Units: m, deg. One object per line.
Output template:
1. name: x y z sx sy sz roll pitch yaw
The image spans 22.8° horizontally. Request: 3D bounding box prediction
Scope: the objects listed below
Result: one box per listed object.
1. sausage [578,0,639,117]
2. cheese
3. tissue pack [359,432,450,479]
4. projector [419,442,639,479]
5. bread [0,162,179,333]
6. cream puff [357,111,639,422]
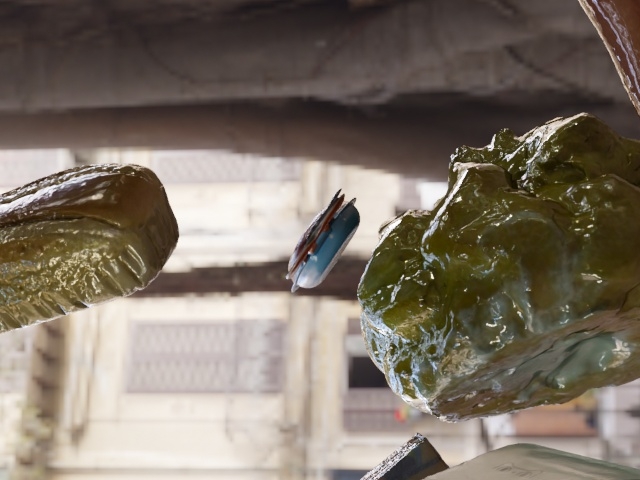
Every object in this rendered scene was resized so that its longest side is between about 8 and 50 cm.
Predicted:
1. sausage: 0.123 -0.180 0.771 0.326 0.079 0.087 57 -145 -5
2. cheese: 0.000 0.000 1.409 0.106 0.037 0.256 -57 -5 -2
3. tissue pack: 0.053 0.232 1.201 0.108 0.148 0.060 52 174 -5
4. projector: 0.157 0.282 0.979 0.249 0.248 0.248 5 109 57
5. bread: -0.245 0.005 1.439 0.106 0.236 0.140 64 -158 -22
6. cream puff: 0.202 0.010 1.573 0.378 0.378 0.275 66 -174 -69
